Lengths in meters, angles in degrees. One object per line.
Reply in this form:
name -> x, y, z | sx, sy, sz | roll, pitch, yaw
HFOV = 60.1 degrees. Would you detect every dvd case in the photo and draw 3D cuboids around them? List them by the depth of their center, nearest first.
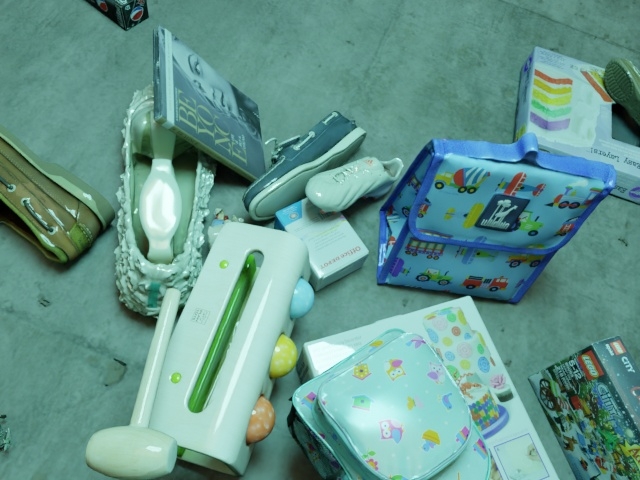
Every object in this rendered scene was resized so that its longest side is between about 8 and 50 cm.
dvd case -> -0.157, -0.191, 0.816 | 0.018, 0.221, 0.165 | -23, 60, 26

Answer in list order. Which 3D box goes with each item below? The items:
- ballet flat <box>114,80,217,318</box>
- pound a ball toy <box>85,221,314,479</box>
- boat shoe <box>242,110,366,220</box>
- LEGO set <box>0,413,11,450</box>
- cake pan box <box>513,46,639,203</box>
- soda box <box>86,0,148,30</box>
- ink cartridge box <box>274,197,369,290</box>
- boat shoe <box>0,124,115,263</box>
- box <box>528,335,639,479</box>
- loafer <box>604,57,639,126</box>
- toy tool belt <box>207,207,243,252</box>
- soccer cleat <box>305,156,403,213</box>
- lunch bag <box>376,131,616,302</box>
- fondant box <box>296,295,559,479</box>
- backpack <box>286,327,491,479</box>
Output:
ballet flat -> -0.214, -0.096, 0.781 | 0.146, 0.147, 0.409 | -2, 62, -11
pound a ball toy -> -0.101, 0.128, 0.627 | 0.135, 0.208, 0.319 | 12, 59, 10
boat shoe -> -0.032, -0.124, 0.848 | 0.079, 0.095, 0.254 | 43, 62, 12
LEGO set -> -0.390, 0.222, 0.644 | 0.054, 0.023, 0.083 | -32, 58, -26
cake pan box -> 0.490, -0.212, 1.005 | 0.266, 0.070, 0.246 | 19, 62, 0
soda box -> -0.387, -0.450, 0.985 | 0.169, 0.053, 0.060 | 38, 62, 11
ink cartridge box -> 0.000, 0.000, 0.812 | 0.088, 0.052, 0.122 | -27, 68, -21
boat shoe -> -0.436, -0.081, 0.744 | 0.307, 0.111, 0.104 | 29, 60, 6
box -> 0.362, 0.253, 0.678 | 0.044, 0.159, 0.233 | -13, 64, -16
loafer -> 0.559, -0.260, 0.978 | 0.050, 0.056, 0.148 | -22, 78, -22
toy tool belt -> -0.130, -0.012, 0.794 | 0.051, 0.052, 0.083 | 1, 34, 1
soccer cleat -> 0.051, -0.090, 0.815 | 0.196, 0.076, 0.068 | -18, 65, -50
lunch bag -> 0.218, -0.045, 0.735 | 0.220, 0.293, 0.138 | 9, 61, -5
fondant box -> 0.134, 0.258, 0.672 | 0.238, 0.096, 0.331 | -13, 66, -16
backpack -> 0.076, 0.200, 0.561 | 0.165, 0.144, 0.188 | -26, 71, -25
